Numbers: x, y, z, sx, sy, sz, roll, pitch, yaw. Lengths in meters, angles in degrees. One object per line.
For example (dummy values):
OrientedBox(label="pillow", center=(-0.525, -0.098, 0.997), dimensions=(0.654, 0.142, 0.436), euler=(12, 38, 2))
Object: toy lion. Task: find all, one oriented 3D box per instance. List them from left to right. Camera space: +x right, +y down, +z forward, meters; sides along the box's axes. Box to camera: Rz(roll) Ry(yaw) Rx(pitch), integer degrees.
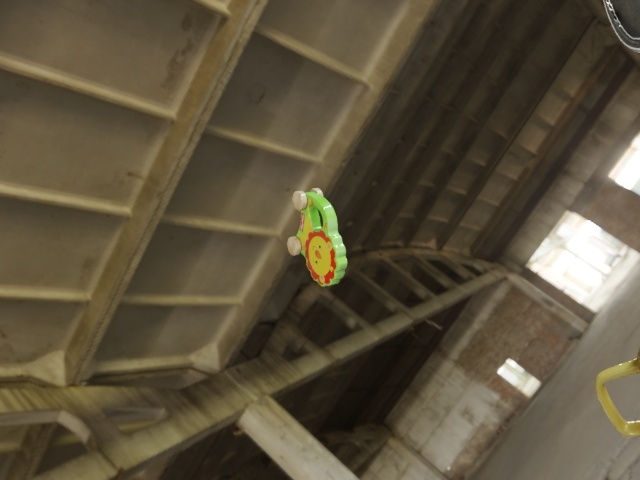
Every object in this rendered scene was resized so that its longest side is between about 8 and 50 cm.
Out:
OrientedBox(label="toy lion", center=(0.000, 0.000, 0.716), dimensions=(0.034, 0.096, 0.100), euler=(-11, -57, -32))

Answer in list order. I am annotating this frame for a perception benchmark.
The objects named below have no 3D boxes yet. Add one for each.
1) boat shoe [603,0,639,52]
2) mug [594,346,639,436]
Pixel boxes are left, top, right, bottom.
OrientedBox(label="boat shoe", center=(0.234, -0.260, 0.473), dimensions=(0.076, 0.080, 0.229), euler=(-17, -75, -24))
OrientedBox(label="mug", center=(0.185, 0.074, 0.300), dimensions=(0.078, 0.064, 0.062), euler=(-31, 7, 8))
